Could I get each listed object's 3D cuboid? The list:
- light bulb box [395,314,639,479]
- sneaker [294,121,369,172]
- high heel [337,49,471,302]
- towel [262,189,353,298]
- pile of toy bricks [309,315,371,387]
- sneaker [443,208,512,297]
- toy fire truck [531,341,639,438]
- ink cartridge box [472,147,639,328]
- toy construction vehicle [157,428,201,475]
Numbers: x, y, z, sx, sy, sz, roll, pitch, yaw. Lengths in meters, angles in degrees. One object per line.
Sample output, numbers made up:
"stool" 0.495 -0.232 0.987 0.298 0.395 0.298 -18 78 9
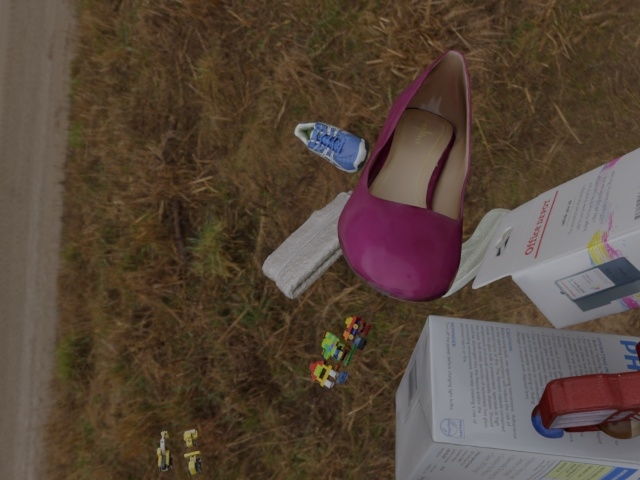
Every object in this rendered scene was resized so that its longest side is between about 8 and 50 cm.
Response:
"light bulb box" 0.337 0.326 1.026 0.361 0.357 0.225 6 54 0
"sneaker" 0.020 -0.192 1.171 0.211 0.081 0.080 31 106 53
"high heel" 0.104 -0.089 0.597 0.127 0.377 0.181 16 117 -2
"towel" 0.000 0.000 1.277 0.282 0.049 0.187 -43 25 -6
"pile of toy bricks" 0.046 0.292 1.605 0.105 0.118 0.212 27 96 30
"sneaker" 0.455 0.067 1.648 0.350 0.148 0.131 -40 36 -16
"toy fire truck" 0.399 0.201 0.722 0.254 0.302 0.169 -8 66 12
"ink cartridge box" 0.403 -0.008 0.801 0.119 0.207 0.353 46 139 -12
"toy construction vehicle" -0.281 0.419 1.148 0.086 0.035 0.098 -11 41 0
